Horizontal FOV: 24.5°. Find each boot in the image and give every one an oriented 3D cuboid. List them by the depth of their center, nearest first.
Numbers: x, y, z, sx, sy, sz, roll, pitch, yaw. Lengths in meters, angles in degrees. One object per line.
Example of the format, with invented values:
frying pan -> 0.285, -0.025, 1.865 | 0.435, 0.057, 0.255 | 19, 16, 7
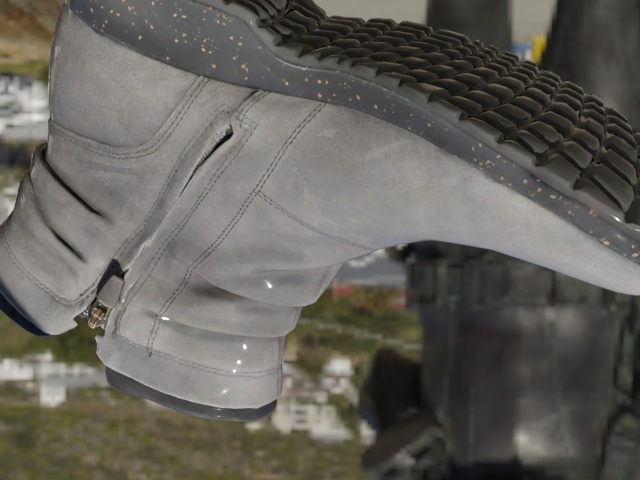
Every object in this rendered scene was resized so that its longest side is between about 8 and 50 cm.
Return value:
boot -> 0.000, 0.000, 0.729 | 0.338, 0.222, 0.118 | 27, -153, 17
